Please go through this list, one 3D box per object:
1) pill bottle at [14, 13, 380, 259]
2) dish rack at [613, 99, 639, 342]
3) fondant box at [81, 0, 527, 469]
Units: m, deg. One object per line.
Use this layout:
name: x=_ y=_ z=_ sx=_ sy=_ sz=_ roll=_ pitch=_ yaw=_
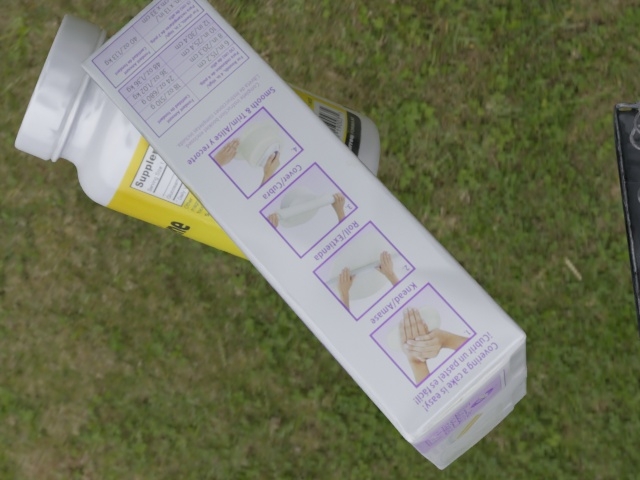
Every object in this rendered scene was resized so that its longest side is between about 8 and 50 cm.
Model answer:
pill bottle: x=-0.124 y=-0.098 z=1.067 sx=0.334 sy=0.187 sz=0.188 roll=21 pitch=125 yaw=-16
dish rack: x=0.210 y=-0.008 z=0.557 sx=0.074 sy=0.271 sz=0.208 roll=-7 pitch=78 yaw=11
fondant box: x=0.000 y=0.000 z=0.740 sx=0.096 sy=0.238 sz=0.330 roll=-42 pitch=71 yaw=-3
